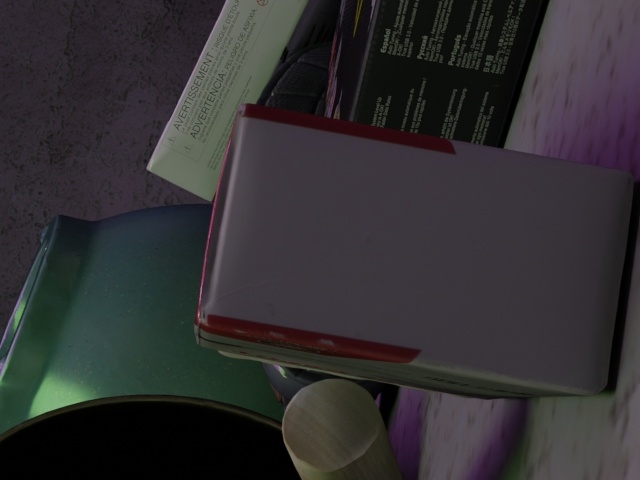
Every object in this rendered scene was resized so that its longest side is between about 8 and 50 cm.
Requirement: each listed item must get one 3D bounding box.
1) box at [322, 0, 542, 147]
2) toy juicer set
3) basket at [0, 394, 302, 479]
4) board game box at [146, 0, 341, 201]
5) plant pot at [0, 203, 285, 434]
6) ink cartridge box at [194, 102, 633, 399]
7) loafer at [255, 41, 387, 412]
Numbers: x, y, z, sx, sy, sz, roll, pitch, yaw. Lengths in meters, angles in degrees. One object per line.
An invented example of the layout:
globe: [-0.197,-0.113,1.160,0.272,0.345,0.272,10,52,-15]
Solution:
box: [0.045,-0.110,0.651,0.216,0.060,0.270,-83,4,-48]
toy juicer set: [-0.025,0.162,0.429,0.329,0.089,0.209,-81,-14,-48]
basket: [-0.057,0.157,0.750,0.227,0.204,0.154,55,-143,-80]
board game box: [-0.029,-0.134,1.074,0.193,0.053,0.305,-63,-1,8]
plant pot: [-0.114,0.097,1.007,0.293,0.196,0.293,-159,90,-79]
ink cartridge box: [0.018,0.009,0.428,0.135,0.099,0.056,129,151,-82]
loafer: [0.000,0.000,0.869,0.084,0.096,0.268,95,179,-46]
